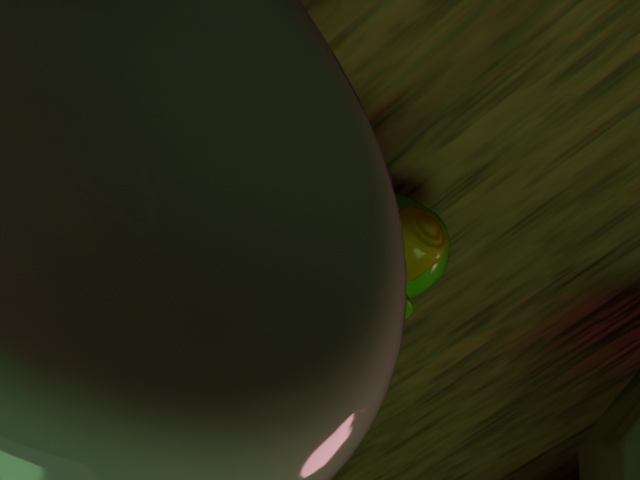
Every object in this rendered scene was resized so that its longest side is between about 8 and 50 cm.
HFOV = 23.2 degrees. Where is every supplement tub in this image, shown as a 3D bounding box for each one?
[{"bbox_3d":[-0.163,0.041,0.460,0.241,0.241,0.331,21,134,-38],"label":"supplement tub"}]

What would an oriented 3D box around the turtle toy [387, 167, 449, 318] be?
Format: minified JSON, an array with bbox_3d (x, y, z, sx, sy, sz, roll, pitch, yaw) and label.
[{"bbox_3d":[0.000,0.000,0.602,0.130,0.066,0.095,21,133,-38],"label":"turtle toy"}]

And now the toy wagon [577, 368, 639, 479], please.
[{"bbox_3d":[0.283,0.156,0.738,0.344,0.267,0.068,4,166,-23],"label":"toy wagon"}]
